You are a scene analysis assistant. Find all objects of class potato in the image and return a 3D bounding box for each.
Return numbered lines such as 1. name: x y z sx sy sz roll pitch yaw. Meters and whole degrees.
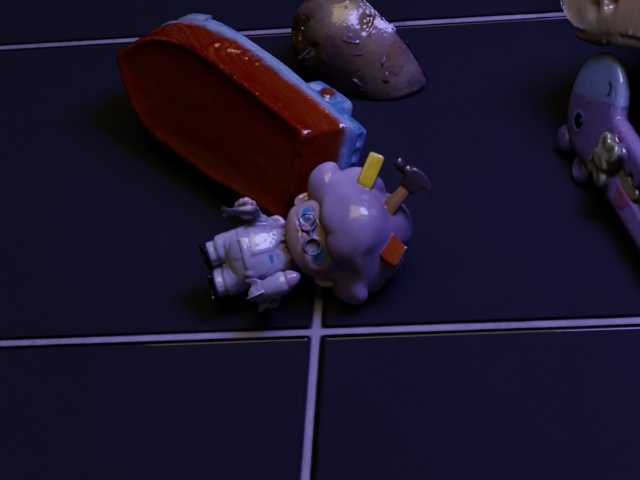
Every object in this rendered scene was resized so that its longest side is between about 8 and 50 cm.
1. potato: 0.025 -0.214 1.585 0.172 0.100 0.089 33 61 32

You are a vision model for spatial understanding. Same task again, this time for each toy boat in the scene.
1. toy boat: -0.082 -0.148 1.503 0.133 0.145 0.332 -16 41 -42

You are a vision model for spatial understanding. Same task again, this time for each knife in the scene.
1. knife: 0.307 -0.025 1.318 0.038 0.132 0.398 1 42 -22

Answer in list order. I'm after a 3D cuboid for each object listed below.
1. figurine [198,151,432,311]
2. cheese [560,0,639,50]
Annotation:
1. figurine: 0.000 0.000 1.350 0.229 0.112 0.137 -17 77 1
2. cheese: 0.423 -0.214 1.427 0.316 0.128 0.259 11 19 -28
